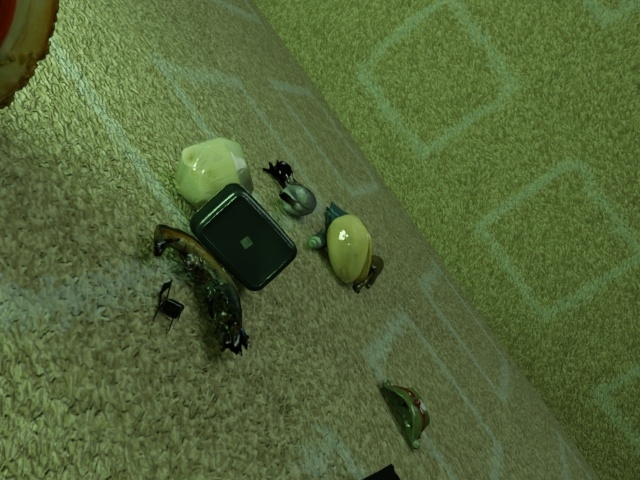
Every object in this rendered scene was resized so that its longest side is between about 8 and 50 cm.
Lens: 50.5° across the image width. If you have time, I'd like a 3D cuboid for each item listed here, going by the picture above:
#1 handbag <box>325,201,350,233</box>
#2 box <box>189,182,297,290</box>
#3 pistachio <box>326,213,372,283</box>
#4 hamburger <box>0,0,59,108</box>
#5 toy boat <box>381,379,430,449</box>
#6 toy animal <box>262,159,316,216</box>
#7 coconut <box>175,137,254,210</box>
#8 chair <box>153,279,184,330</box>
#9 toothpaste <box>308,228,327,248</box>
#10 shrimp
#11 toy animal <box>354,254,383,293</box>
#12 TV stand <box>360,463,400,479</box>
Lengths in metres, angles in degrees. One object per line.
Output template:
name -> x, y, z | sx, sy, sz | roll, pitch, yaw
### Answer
handbag -> 0.075, -0.036, 2.231 | 0.144, 0.057, 0.221 | 40, 22, -19
box -> -0.154, -0.005, 1.378 | 0.201, 0.144, 0.090 | 49, -6, -18
pistachio -> 0.084, 0.022, 1.962 | 0.117, 0.145, 0.200 | 6, 72, -39
hamburger -> -0.496, -0.311, 0.822 | 0.330, 0.330, 0.250 | 57, 22, 9
toy boat -> 0.220, 0.424, 1.692 | 0.185, 0.071, 0.089 | 63, -23, 26
toy animal -> -0.074, -0.121, 1.935 | 0.195, 0.090, 0.324 | 38, 13, -24
coconut -> -0.232, -0.134, 1.460 | 0.161, 0.162, 0.161 | 163, -90, -85
chair -> -0.250, 0.108, 1.129 | 0.042, 0.037, 0.086 | 32, 29, -23
toothpaste -> 0.000, 0.000, 1.988 | 0.062, 0.037, 0.216 | 63, 14, 0
shrimp -> -0.213, 0.075, 1.208 | 0.222, 0.054, 0.290 | 47, 9, -47
toy animal -> 0.144, 0.088, 2.082 | 0.103, 0.101, 0.219 | 58, 18, 8
TV stand -> 0.072, 0.472, 1.198 | 0.088, 0.083, 0.269 | 58, 17, 19
